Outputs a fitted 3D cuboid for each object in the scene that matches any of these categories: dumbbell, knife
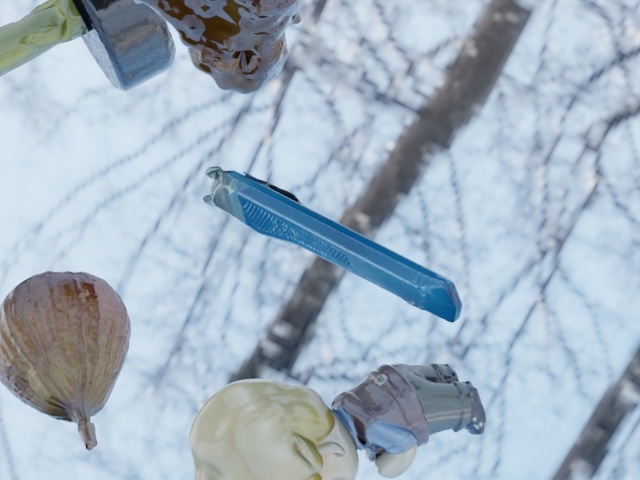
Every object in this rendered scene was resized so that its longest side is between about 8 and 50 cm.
[{"bbox_3d":[-0.335,-0.202,2.061,0.322,0.204,0.204,-30,-129,-9],"label":"dumbbell"},{"bbox_3d":[0.002,-0.001,1.351,0.026,0.044,0.296,-24,-148,-30],"label":"knife"}]

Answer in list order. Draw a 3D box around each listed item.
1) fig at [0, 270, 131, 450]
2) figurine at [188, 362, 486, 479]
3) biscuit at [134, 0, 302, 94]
[{"bbox_3d":[-0.189,0.092,1.536,0.153,0.119,0.119,37,-149,27],"label":"fig"},{"bbox_3d":[0.008,0.132,1.284,0.196,0.108,0.114,-13,-148,-25],"label":"figurine"},{"bbox_3d":[-0.023,-0.362,1.498,0.166,0.343,0.395,23,-125,-1],"label":"biscuit"}]
